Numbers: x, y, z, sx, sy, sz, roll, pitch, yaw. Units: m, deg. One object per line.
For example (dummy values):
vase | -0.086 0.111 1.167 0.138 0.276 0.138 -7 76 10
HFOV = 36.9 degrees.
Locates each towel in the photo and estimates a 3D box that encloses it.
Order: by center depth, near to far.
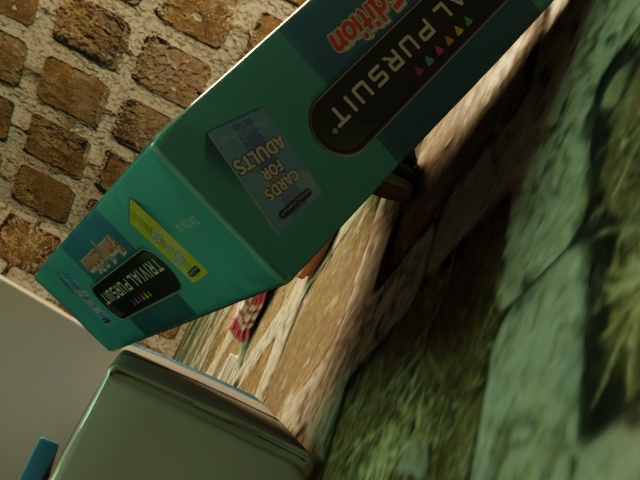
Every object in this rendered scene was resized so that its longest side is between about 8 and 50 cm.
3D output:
towel | -0.057 0.024 1.213 0.197 0.029 0.144 -59 7 11

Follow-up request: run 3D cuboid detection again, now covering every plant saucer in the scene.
plant saucer | 0.000 0.000 0.917 0.083 0.013 0.083 -61 6 12

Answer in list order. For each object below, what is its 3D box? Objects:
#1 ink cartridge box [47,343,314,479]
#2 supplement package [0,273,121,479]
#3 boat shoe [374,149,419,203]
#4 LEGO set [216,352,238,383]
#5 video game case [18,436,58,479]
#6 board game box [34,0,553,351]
ink cartridge box | -0.126 0.196 0.637 0.223 0.129 0.307 -64 7 -7
supplement package | -0.251 0.161 0.898 0.175 0.293 0.177 -60 14 -11
boat shoe | 0.040 -0.057 0.656 0.152 0.056 0.049 -128 60 -83
LEGO set | -0.173 0.255 1.085 0.182 0.060 0.244 121 172 -60
video game case | -0.216 0.207 0.658 0.119 0.015 0.166 -68 8 -28
board game box | -0.025 -0.061 0.555 0.254 0.079 0.336 -47 10 -24
